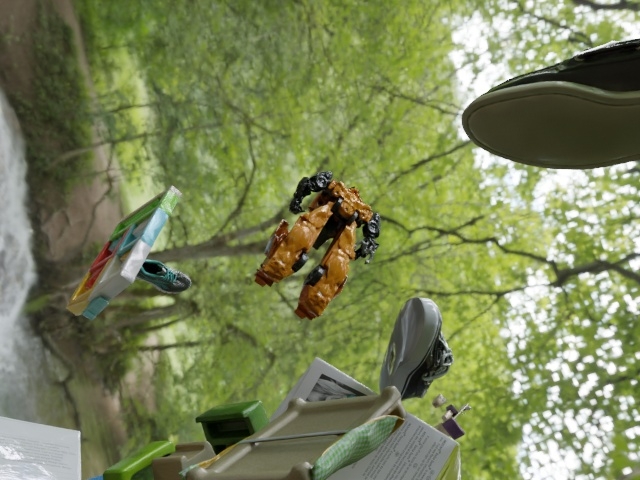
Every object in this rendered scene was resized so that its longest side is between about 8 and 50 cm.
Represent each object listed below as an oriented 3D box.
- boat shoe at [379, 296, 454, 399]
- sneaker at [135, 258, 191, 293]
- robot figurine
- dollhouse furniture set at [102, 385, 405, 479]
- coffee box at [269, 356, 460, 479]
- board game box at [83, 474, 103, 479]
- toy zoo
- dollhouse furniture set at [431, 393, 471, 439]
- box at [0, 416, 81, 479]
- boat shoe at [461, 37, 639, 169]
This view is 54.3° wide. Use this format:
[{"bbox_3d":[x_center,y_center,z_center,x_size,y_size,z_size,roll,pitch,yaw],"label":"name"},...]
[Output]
[{"bbox_3d":[0.186,0.209,1.137,0.306,0.105,0.113,100,-9,-45],"label":"boat shoe"},{"bbox_3d":[-0.387,0.085,1.516,0.076,0.167,0.065,-17,-123,54],"label":"sneaker"},{"bbox_3d":[0.000,0.000,1.224,0.211,0.291,0.085,41,-35,-12],"label":"robot figurine"},{"bbox_3d":[-0.054,0.272,0.667,0.198,0.302,0.151,-19,92,-55],"label":"dollhouse furniture set"},{"bbox_3d":[0.053,0.511,1.236,0.334,0.338,0.337,26,-28,29],"label":"coffee box"},{"bbox_3d":[-0.417,0.622,1.344,0.086,0.302,0.308,-114,-169,-52],"label":"board game box"},{"bbox_3d":[-0.384,0.032,1.198,0.030,0.192,0.293,44,40,-26],"label":"toy zoo"},{"bbox_3d":[0.262,0.374,1.328,0.091,0.081,0.114,51,-45,12],"label":"dollhouse furniture set"},{"bbox_3d":[-0.471,0.362,0.905,0.182,0.181,0.119,24,23,-34],"label":"box"},{"bbox_3d":[0.326,-0.162,0.673,0.340,0.113,0.127,-3,-40,40],"label":"boat shoe"}]
